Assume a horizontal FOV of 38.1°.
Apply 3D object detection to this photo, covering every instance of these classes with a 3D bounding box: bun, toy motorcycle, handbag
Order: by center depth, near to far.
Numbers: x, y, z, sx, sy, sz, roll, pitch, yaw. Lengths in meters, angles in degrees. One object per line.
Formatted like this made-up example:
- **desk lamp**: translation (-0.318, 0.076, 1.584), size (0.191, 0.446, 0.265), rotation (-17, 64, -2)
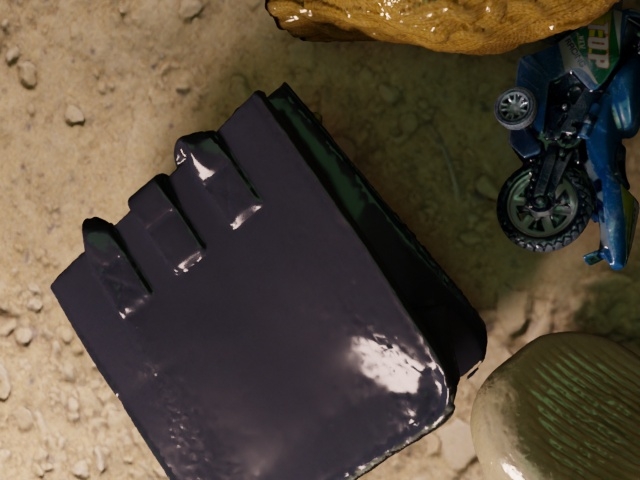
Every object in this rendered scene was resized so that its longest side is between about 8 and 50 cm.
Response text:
- **toy motorcycle**: translation (0.219, -0.104, 0.749), size (0.135, 0.092, 0.254), rotation (5, 77, 26)
- **bun**: translation (0.207, 0.168, 0.760), size (0.166, 0.113, 0.173), rotation (-22, 70, -20)
- **handbag**: translation (-0.055, 0.064, 0.825), size (0.303, 0.122, 0.329), rotation (-39, 84, 27)

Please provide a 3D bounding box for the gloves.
- **gloves**: translation (0.118, -0.224, 0.722), size (0.356, 0.203, 0.155), rotation (-11, 79, 38)
